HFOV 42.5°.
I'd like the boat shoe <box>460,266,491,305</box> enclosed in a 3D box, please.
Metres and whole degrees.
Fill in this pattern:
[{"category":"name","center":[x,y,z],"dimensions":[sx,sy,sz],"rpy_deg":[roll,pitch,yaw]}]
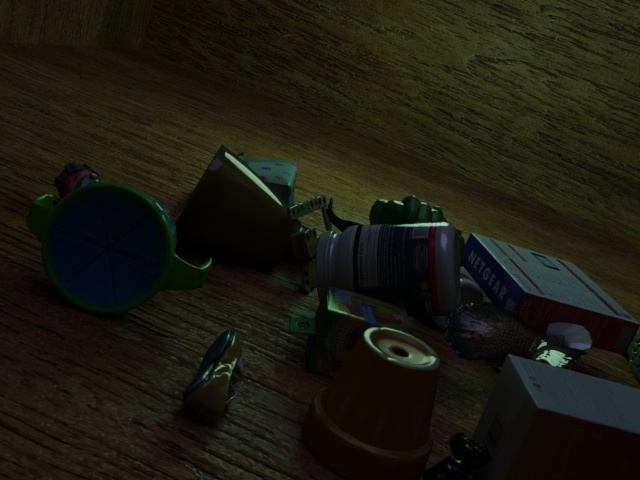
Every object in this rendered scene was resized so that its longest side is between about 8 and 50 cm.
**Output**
[{"category":"boat shoe","center":[0.450,0.127,2.146],"dimensions":[0.324,0.097,0.116],"rpy_deg":[8,61,-20]}]

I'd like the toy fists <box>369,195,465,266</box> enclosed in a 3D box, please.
[{"category":"toy fists","center":[0.232,-0.015,1.823],"dimensions":[0.142,0.096,0.279],"rpy_deg":[12,-20,39]}]

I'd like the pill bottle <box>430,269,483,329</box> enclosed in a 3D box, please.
[{"category":"pill bottle","center":[0.282,0.108,1.974],"dimensions":[0.131,0.131,0.229],"rpy_deg":[11,19,-23]}]

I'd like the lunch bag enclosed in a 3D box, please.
[{"category":"lunch bag","center":[-0.200,-0.134,2.175],"dimensions":[0.262,0.160,0.223],"rpy_deg":[8,21,2]}]

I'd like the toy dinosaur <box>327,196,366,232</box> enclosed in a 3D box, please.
[{"category":"toy dinosaur","center":[0.098,0.049,1.847],"dimensions":[0.160,0.313,0.121],"rpy_deg":[-15,-7,23]}]

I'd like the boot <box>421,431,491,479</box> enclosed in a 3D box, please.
[{"category":"boot","center":[0.202,0.348,1.280],"dimensions":[0.045,0.099,0.121],"rpy_deg":[60,-12,-5]}]

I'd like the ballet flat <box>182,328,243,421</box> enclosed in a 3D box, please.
[{"category":"ballet flat","center":[-0.164,0.221,1.332],"dimensions":[0.073,0.080,0.232],"rpy_deg":[46,19,-8]}]

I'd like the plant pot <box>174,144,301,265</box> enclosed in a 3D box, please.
[{"category":"plant pot","center":[-0.182,-0.052,1.897],"dimensions":[0.254,0.237,0.237],"rpy_deg":[32,16,-10]}]

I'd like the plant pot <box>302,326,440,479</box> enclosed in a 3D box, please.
[{"category":"plant pot","center":[0.095,0.247,1.289],"dimensions":[0.205,0.188,0.205],"rpy_deg":[17,18,-6]}]

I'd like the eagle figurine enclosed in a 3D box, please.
[{"category":"eagle figurine","center":[0.402,0.231,1.597],"dimensions":[0.298,0.226,0.225],"rpy_deg":[44,34,-46]}]

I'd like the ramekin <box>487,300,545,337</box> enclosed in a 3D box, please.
[{"category":"ramekin","center":[0.487,0.196,1.957],"dimensions":[0.207,0.109,0.207],"rpy_deg":[17,18,-6]}]

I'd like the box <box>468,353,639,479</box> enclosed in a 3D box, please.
[{"category":"box","center":[0.432,0.347,1.290],"dimensions":[0.345,0.215,0.168],"rpy_deg":[15,18,-8]}]

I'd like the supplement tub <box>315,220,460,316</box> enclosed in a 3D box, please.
[{"category":"supplement tub","center":[0.141,0.060,1.667],"dimensions":[0.272,0.191,0.191],"rpy_deg":[-2,13,15]}]

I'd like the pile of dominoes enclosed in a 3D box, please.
[{"category":"pile of dominoes","center":[0.000,0.000,1.927],"dimensions":[0.040,0.196,0.251],"rpy_deg":[-11,7,23]}]

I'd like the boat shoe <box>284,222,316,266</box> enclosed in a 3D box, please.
[{"category":"boat shoe","center":[-0.118,-0.027,2.037],"dimensions":[0.285,0.103,0.092],"rpy_deg":[26,14,12]}]

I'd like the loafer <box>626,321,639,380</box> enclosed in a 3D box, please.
[{"category":"loafer","center":[0.826,0.277,2.051],"dimensions":[0.111,0.112,0.319],"rpy_deg":[11,17,3]}]

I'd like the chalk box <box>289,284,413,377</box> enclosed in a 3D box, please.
[{"category":"chalk box","center":[0.048,0.175,1.543],"dimensions":[0.213,0.132,0.132],"rpy_deg":[17,18,-7]}]

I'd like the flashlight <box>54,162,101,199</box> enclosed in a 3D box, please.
[{"category":"flashlight","center":[-0.479,-0.073,1.804],"dimensions":[0.103,0.103,0.304],"rpy_deg":[4,21,-45]}]

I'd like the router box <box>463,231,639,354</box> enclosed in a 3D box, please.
[{"category":"router box","center":[0.515,0.115,1.900],"dimensions":[0.301,0.082,0.335],"rpy_deg":[16,19,-17]}]

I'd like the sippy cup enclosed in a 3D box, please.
[{"category":"sippy cup","center":[-0.369,0.001,1.533],"dimensions":[0.305,0.240,0.224],"rpy_deg":[57,5,-6]}]
